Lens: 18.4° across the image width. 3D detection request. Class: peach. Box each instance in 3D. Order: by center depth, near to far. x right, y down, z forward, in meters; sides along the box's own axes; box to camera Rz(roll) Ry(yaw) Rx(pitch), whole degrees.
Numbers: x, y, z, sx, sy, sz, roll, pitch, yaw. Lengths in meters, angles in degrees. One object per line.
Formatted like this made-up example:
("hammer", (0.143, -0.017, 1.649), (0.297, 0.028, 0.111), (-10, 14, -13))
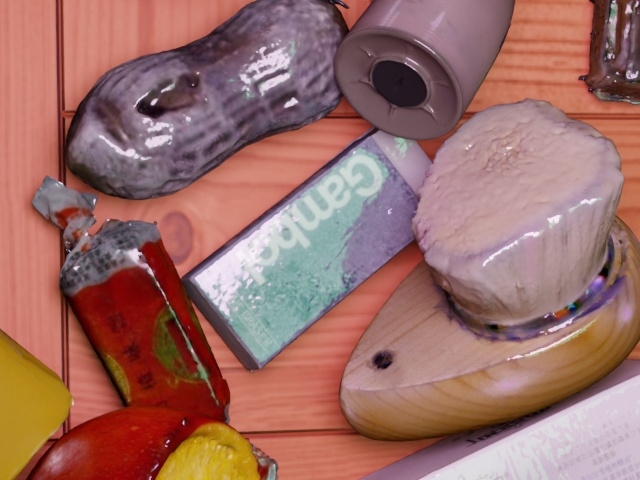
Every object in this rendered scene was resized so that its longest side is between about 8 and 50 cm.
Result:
("peach", (-0.124, 0.223, 1.404), (0.190, 0.196, 0.226), (24, 119, -25))

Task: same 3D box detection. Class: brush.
("brush", (0.116, 0.035, 1.478), (0.266, 0.174, 0.166), (-35, 132, -7))

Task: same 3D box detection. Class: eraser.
("eraser", (0.000, 0.000, 1.535), (0.212, 0.046, 0.092), (-40, 97, -12))

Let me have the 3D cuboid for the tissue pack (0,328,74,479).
("tissue pack", (-0.333, 0.091, 1.377), (0.271, 0.134, 0.192), (44, 77, -23))

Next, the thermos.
("thermos", (0.097, -0.164, 1.520), (0.105, 0.137, 0.193), (15, 49, 20))

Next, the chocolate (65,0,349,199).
("chocolate", (-0.081, -0.107, 1.491), (0.248, 0.110, 0.110), (-25, 94, -15))

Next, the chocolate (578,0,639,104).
("chocolate", (0.276, -0.273, 1.608), (0.102, 0.065, 0.329), (7, 84, -13))

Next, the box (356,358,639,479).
("box", (0.177, 0.236, 1.535), (0.274, 0.116, 0.203), (-24, 93, -14))

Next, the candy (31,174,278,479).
("candy", (-0.127, 0.075, 1.487), (0.086, 0.059, 0.292), (-27, 95, 7))
